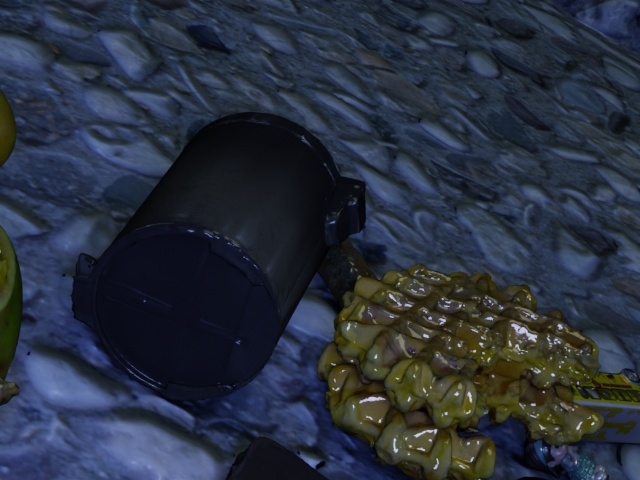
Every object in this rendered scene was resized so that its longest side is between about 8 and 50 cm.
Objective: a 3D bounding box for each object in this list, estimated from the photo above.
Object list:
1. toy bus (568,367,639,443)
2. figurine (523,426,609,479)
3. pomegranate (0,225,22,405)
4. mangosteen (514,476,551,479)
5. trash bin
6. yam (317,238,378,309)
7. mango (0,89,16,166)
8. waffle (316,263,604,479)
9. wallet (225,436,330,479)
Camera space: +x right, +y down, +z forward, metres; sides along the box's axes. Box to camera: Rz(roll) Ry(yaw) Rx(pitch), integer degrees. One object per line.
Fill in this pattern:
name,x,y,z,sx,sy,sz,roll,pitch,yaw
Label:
toy bus,0.346,0.205,1.697,0.226,0.081,0.074,11,39,-39
figurine,0.283,0.252,1.589,0.106,0.047,0.060,30,37,-6
pomegranate,-0.393,0.047,1.079,0.341,0.260,0.260,23,24,23
mangosteen,0.250,0.322,1.200,0.288,0.287,0.233,24,54,-12
trash bin,-0.099,0.009,1.444,0.252,0.202,0.301,5,27,12
yam,0.000,0.000,1.713,0.061,0.061,0.274,4,37,-41
mango,-0.431,-0.158,1.493,0.156,0.114,0.251,-15,52,-44
waffle,0.148,0.143,1.500,0.261,0.151,0.324,32,25,33
wallet,-0.039,0.301,1.205,0.165,0.042,0.309,31,29,-3
